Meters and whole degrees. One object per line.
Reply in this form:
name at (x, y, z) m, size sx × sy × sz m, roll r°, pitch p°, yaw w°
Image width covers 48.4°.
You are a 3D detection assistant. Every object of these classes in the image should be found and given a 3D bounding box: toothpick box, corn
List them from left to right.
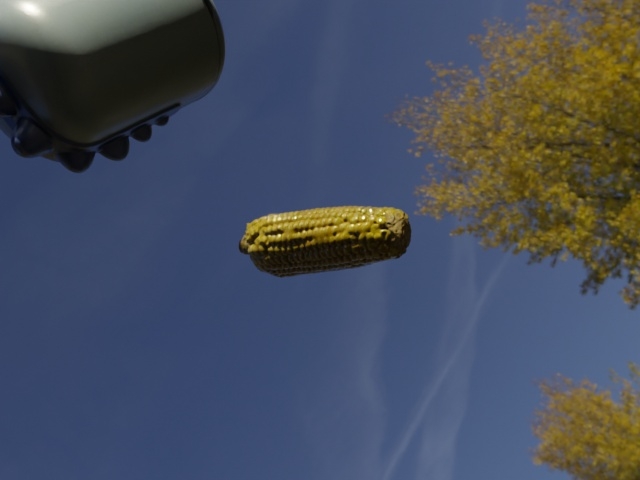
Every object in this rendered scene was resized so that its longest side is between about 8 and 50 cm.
toothpick box at (-0.325, -0.246, 1.024) m, size 0.355 × 0.263 × 0.263 m, roll -41°, pitch -51°, yaw -44°
corn at (0.000, 0.000, 0.995) m, size 0.097 × 0.262 × 0.097 m, roll 17°, pitch -110°, yaw -61°
